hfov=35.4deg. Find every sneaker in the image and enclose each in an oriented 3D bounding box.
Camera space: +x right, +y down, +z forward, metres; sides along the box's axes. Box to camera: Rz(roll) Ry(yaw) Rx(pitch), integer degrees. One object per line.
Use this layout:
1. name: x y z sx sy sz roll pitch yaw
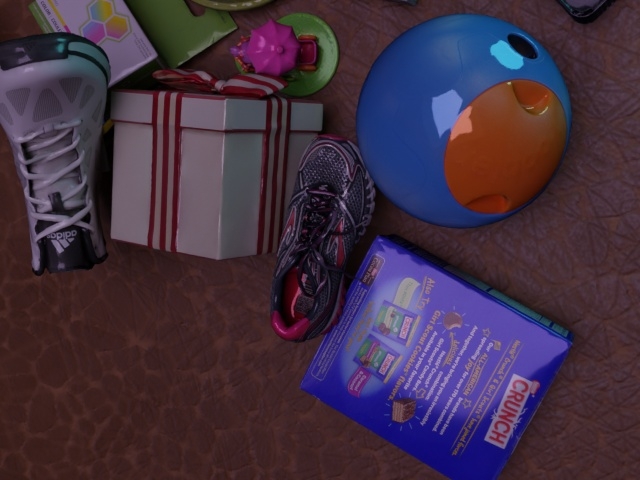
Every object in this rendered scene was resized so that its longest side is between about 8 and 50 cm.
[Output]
1. sneaker: -0.351 -0.097 1.401 0.169 0.447 0.257 -12 77 -12
2. sneaker: 0.000 0.000 1.407 0.121 0.112 0.299 10 96 18

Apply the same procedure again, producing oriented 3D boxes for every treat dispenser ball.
1. treat dispenser ball: 0.191 -0.161 1.358 0.288 0.288 0.288 2 95 18

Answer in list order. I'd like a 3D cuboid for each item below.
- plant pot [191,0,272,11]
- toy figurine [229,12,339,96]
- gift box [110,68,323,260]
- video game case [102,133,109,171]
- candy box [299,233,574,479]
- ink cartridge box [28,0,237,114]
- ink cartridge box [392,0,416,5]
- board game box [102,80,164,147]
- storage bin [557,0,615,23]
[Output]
1. plant pot: -0.152 -0.493 1.433 0.276 0.254 0.276 0 89 8
2. toy figurine: -0.078 -0.285 1.502 0.173 0.159 0.130 2 95 18
3. gift box: -0.151 -0.123 1.500 0.255 0.276 0.258 9 101 30
4. video game case: -0.395 -0.166 1.643 0.087 0.011 0.122 -9 94 21
5. candy box: 0.172 0.178 1.482 0.317 0.122 0.268 30 102 14
6. ink cartridge box: -0.290 -0.348 1.566 0.255 0.097 0.189 -33 82 2
7. ink cartridge box: 0.077 -0.420 1.491 0.150 0.063 0.109 16 100 16
8. board game box: -0.363 -0.251 1.655 0.170 0.048 0.141 -44 82 16
9. storage bin: 0.389 -0.401 1.382 0.180 0.084 0.122 -43 81 17
